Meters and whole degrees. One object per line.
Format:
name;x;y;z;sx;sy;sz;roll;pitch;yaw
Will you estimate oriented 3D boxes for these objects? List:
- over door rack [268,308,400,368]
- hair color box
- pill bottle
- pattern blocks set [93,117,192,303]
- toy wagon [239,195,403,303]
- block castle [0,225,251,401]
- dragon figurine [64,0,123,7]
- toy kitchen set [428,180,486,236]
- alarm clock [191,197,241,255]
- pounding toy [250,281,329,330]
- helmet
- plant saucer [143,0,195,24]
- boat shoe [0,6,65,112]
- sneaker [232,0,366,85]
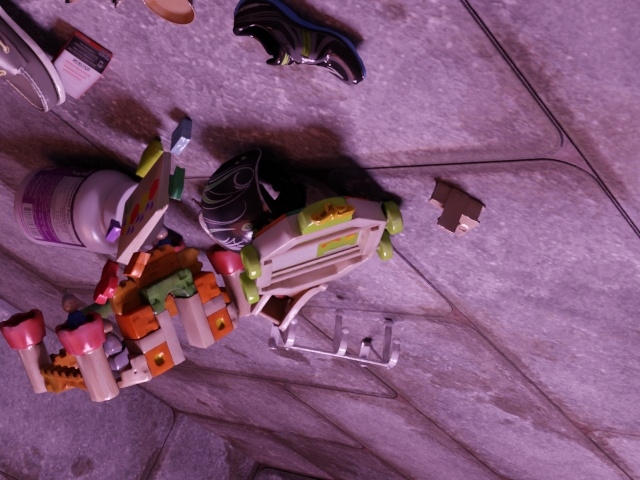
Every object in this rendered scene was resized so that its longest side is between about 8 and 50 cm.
over door rack;0.024;0.201;2.216;0.239;0.108;0.324;13;173;-8
hair color box;-0.394;-0.282;1.675;0.072;0.043;0.141;34;157;-21
pill bottle;-0.459;-0.061;2.074;0.301;0.169;0.169;7;152;37
pattern blocks set;-0.304;-0.053;1.789;0.026;0.285;0.325;20;147;-25
toy wagon;0.000;0.000;1.689;0.267;0.068;0.344;-18;160;-12
block castle;-0.372;0.123;2.059;0.303;0.453;0.213;-1;111;46
dragon figurine;-0.298;-0.375;1.309;0.289;0.085;0.144;12;155;31
toy kitchen set;0.195;-0.034;1.600;0.083;0.068;0.075;28;158;-8
alarm clock;-0.147;-0.028;1.947;0.192;0.064;0.129;20;150;34
pounding toy;-0.091;0.069;2.009;0.155;0.154;0.269;29;157;-13
helmet;-0.123;-0.062;1.753;0.161;0.169;0.169;-25;131;34
plant saucer;-0.206;-0.328;1.416;0.083;0.015;0.083;20;157;9
boat shoe;-0.517;-0.309;1.614;0.109;0.091;0.305;6;142;42
sneaker;-0.030;-0.247;1.336;0.188;0.078;0.067;27;158;-9
